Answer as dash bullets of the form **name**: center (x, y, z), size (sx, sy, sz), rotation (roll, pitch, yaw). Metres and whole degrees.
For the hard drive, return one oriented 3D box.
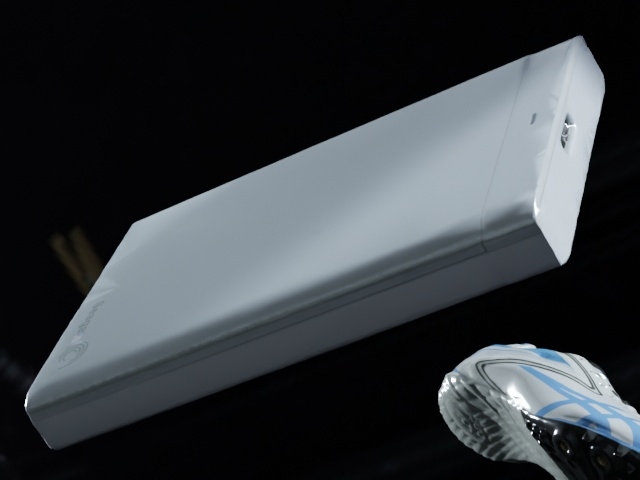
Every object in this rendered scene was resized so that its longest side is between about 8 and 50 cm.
- **hard drive**: center (0.000, 0.000, 0.950), size (0.308, 0.040, 0.203), rotation (-21, -157, 26)

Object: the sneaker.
- **sneaker**: center (0.158, 0.109, 1.032), size (0.086, 0.085, 0.237), rotation (-34, -154, -17)
